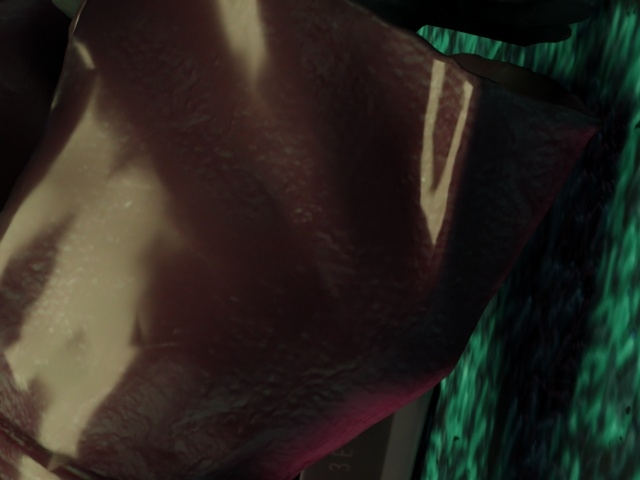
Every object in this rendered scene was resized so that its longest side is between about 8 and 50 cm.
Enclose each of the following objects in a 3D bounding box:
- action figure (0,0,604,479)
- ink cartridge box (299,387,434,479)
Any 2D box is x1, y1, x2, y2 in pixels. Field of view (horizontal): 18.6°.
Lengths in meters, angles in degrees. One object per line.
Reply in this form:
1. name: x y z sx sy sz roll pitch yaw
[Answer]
1. action figure: -0.061 0.078 0.577 0.248 0.276 0.370 -175 105 -77
2. ink cartridge box: -0.010 0.102 0.898 0.239 0.060 0.275 -98 16 -58
